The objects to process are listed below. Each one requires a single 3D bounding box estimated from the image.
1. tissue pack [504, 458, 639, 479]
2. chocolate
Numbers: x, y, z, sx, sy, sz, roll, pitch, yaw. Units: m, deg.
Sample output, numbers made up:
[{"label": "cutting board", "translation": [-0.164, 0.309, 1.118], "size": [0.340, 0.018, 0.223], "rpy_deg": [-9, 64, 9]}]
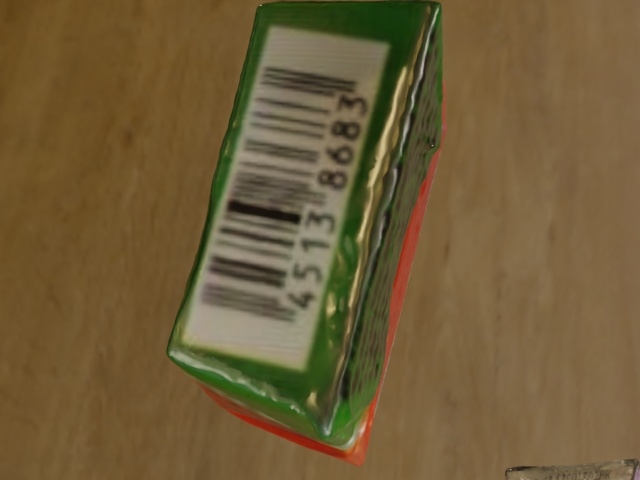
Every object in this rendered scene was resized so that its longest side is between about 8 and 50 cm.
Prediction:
[{"label": "tissue pack", "translation": [0.190, 0.182, 1.025], "size": [0.156, 0.112, 0.051], "rpy_deg": [35, 61, -27]}, {"label": "chocolate", "translation": [0.000, 0.000, 1.520], "size": [0.161, 0.341, 0.360], "rpy_deg": [13, 79, 8]}]
